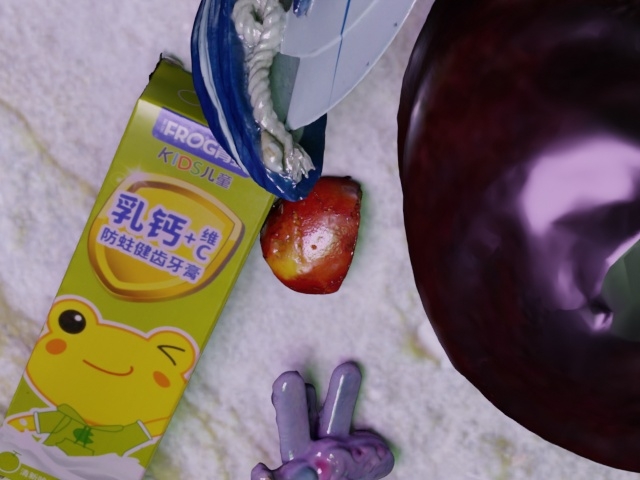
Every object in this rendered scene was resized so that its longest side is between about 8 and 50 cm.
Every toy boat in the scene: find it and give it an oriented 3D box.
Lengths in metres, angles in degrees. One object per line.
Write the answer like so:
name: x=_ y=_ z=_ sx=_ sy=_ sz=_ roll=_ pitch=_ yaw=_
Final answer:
toy boat: x=0.010 y=-0.168 z=1.117 sx=0.070 sy=0.210 sz=0.291 roll=9 pitch=135 yaw=-33

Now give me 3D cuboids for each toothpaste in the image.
toothpaste: x=-0.126 y=0.042 z=1.295 sx=0.110 sy=0.077 sz=0.327 roll=25 pitch=115 yaw=-3

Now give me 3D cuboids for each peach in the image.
peach: x=0.000 y=0.000 z=1.277 sx=0.083 sy=0.050 sz=0.077 roll=-29 pitch=108 yaw=14

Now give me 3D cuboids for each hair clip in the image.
hair clip: x=-0.006 y=0.223 z=1.357 sx=0.137 sy=0.090 sz=0.278 roll=-4 pitch=122 yaw=-29

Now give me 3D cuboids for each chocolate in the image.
chocolate: x=0.218 y=-0.025 z=1.086 sx=0.384 sy=0.331 sz=0.383 roll=2 pitch=114 yaw=4
